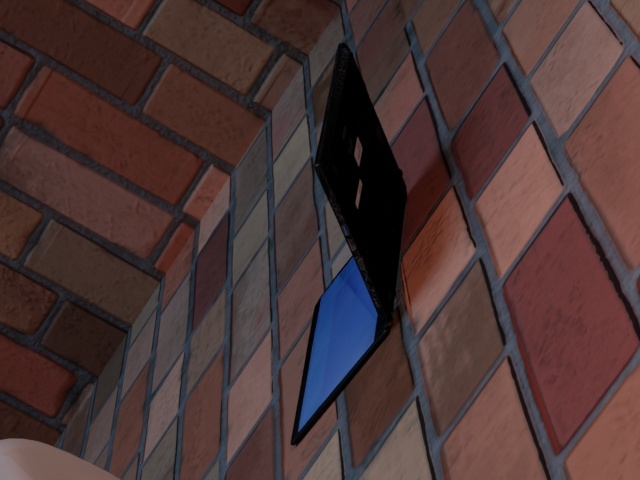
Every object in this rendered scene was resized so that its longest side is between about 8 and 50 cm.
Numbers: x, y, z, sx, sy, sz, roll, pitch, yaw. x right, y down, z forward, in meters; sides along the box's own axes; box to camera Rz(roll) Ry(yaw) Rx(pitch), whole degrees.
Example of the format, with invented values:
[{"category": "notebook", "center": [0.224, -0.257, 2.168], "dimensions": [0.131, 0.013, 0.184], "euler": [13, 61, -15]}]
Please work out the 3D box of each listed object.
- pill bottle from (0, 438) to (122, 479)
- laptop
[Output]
[{"category": "pill bottle", "center": [-0.192, 0.318, 0.902], "dimensions": [0.407, 0.229, 0.229], "euler": [-52, 12, 1]}, {"category": "laptop", "center": [0.000, 0.000, 1.666], "dimensions": [0.137, 0.264, 0.234], "euler": [-16, 29, 15]}]
